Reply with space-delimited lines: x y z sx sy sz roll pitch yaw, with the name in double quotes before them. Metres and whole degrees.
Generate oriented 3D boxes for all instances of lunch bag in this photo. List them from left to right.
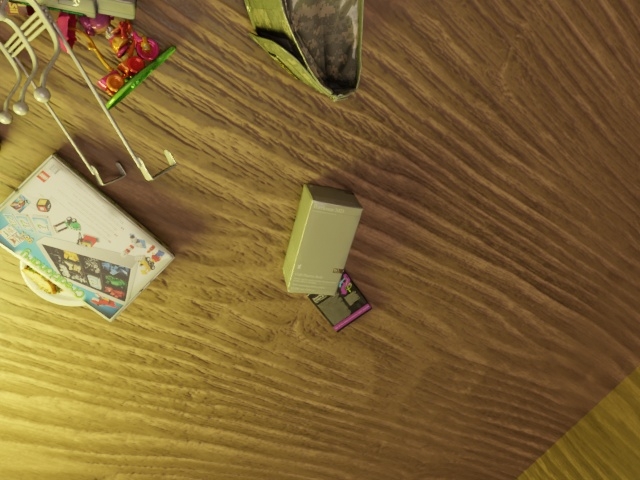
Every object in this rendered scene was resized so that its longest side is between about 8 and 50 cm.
"lunch bag" -0.033 -0.389 0.830 0.168 0.235 0.287 -20 122 -11

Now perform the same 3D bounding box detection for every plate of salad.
"plate of salad" -0.528 0.063 1.048 0.199 0.048 0.200 -7 119 -13

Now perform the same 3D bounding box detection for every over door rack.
"over door rack" -0.422 -0.207 0.811 0.108 0.239 0.324 -54 126 -27

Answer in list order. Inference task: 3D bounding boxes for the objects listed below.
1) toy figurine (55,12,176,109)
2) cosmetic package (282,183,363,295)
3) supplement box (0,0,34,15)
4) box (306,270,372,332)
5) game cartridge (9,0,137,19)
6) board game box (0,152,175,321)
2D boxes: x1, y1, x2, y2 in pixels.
"toy figurine" -0.366 -0.340 0.845 0.173 0.130 0.159 -48 113 -13
"cosmetic package" 0.000 0.000 1.139 0.127 0.107 0.238 6 120 -17
"supplement box" -0.517 -0.394 0.796 0.083 0.043 0.055 -4 118 -15
"box" 0.049 0.155 1.284 0.116 0.029 0.162 -34 124 3
"game cartridge" -0.446 -0.457 0.703 0.354 0.068 0.231 3 87 -20
"board game box" -0.475 0.001 0.989 0.193 0.053 0.305 -46 117 -4
